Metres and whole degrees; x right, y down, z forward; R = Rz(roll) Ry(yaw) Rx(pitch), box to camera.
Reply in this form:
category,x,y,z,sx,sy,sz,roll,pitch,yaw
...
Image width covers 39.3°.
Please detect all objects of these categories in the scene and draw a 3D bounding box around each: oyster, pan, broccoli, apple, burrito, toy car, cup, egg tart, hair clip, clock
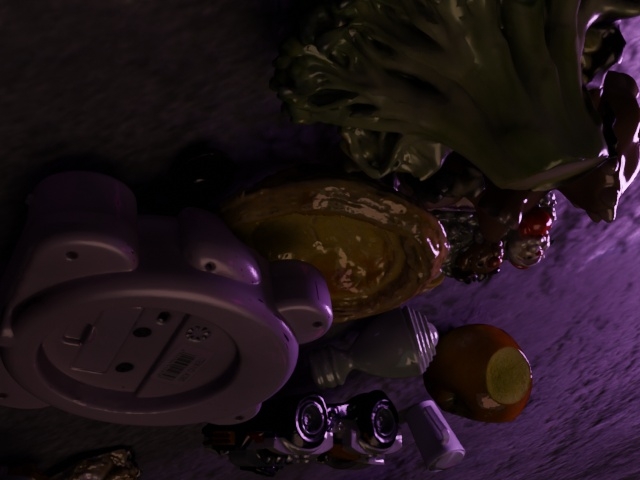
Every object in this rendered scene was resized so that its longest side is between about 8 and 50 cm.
category,x,y,z,sx,sy,sz,roll,pitch,yaw
oyster,-0.348,0.381,1.302,0.191,0.081,0.163,-42,148,26
pan,-0.133,-0.053,0.924,0.068,0.023,0.115,5,131,-40
broccoli,0.128,-0.175,0.788,0.324,0.271,0.334,-4,175,43
apple,0.243,0.216,1.413,0.147,0.163,0.146,-25,-172,-34
burrito,0.164,-0.067,1.080,0.230,0.063,0.058,2,118,-34
toy car,-0.032,0.281,1.304,0.193,0.118,0.301,-13,164,42
cup,0.204,0.343,1.595,0.074,0.116,0.104,-18,146,-13
egg tart,0.000,0.000,0.991,0.279,0.095,0.279,2,144,1
hair clip,0.179,0.011,1.160,0.321,0.091,0.138,-11,141,-22
clock,-0.174,0.086,0.932,0.322,0.113,0.295,15,133,-26

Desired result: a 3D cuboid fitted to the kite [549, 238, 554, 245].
category,x,y,z,sx,sy,sz,roll,pitch,yaw
kite,0.291,-0.007,1.295,0.157,0.011,0.139,10,133,-41

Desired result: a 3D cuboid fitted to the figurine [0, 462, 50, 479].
category,x,y,z,sx,sy,sz,roll,pitch,yaw
figurine,-0.436,0.339,1.199,0.143,0.068,0.101,7,128,-17

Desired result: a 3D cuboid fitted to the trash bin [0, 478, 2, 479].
category,x,y,z,sx,sy,sz,roll,pitch,yaw
trash bin,-0.481,0.417,0.998,0.343,0.223,0.158,-41,173,-46

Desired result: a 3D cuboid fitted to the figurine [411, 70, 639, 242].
category,x,y,z,sx,sy,sz,roll,pitch,yaw
figurine,0.261,-0.084,1.008,0.173,0.177,0.247,45,74,-36

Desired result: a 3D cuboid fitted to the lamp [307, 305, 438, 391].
category,x,y,z,sx,sy,sz,roll,pitch,yaw
lamp,0.077,0.161,1.292,0.193,0.106,0.106,-19,146,1
